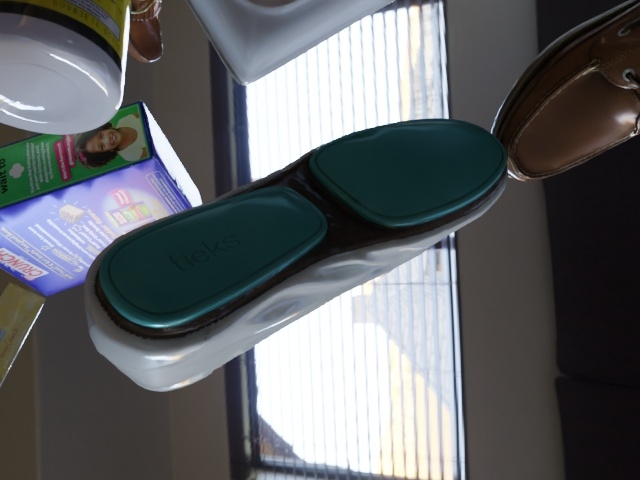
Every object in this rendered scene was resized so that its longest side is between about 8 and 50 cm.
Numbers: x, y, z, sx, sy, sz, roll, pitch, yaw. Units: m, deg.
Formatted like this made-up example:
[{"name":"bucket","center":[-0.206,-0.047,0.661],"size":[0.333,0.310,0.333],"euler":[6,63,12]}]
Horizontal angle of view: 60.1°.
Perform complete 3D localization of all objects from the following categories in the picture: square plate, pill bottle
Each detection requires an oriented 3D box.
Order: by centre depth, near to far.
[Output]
[{"name":"square plate","center":[-0.037,-0.410,0.650],"size":[0.344,0.347,0.049],"euler":[57,172,2]},{"name":"pill bottle","center":[-0.328,-0.316,0.676],"size":[0.188,0.188,0.333],"euler":[40,-137,-61]}]

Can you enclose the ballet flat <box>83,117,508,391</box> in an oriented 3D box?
[{"name":"ballet flat","center":[0.000,0.000,0.472],"size":[0.400,0.139,0.139],"euler":[-26,-66,-33]}]

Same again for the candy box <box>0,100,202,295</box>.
[{"name":"candy box","center":[-0.377,-0.054,0.898],"size":[0.268,0.317,0.122],"euler":[75,174,-63]}]

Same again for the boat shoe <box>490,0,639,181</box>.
[{"name":"boat shoe","center":[0.291,-0.157,0.492],"size":[0.111,0.307,0.104],"euler":[41,-160,-22]}]

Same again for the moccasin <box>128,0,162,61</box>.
[{"name":"moccasin","center":[-0.399,-0.588,1.219],"size":[0.139,0.147,0.380],"euler":[-40,-40,-53]}]

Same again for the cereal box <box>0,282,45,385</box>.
[{"name":"cereal box","center":[-0.387,0.180,0.580],"size":[0.047,0.240,0.173],"euler":[33,-157,-24]}]
